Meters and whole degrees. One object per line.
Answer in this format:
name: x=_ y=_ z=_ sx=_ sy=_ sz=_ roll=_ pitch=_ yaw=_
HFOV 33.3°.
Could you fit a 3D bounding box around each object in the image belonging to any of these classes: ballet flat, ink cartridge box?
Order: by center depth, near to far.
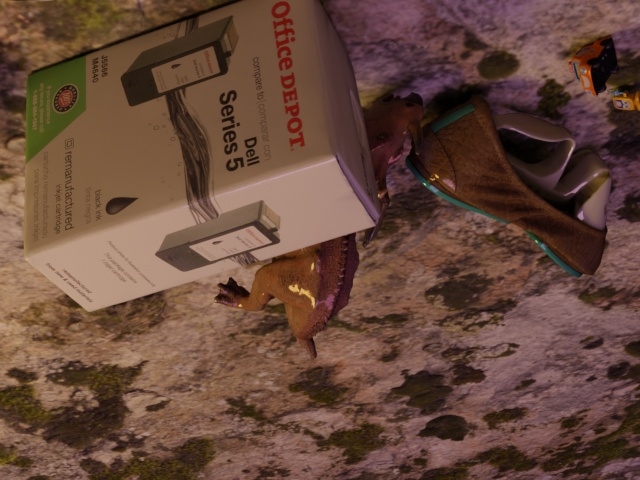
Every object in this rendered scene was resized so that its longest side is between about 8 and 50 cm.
ink cartridge box: x=-0.105 y=-0.079 z=0.911 sx=0.272 sy=0.198 sz=0.115 roll=-17 pitch=147 yaw=12
ballet flat: x=0.234 y=-0.060 z=1.143 sx=0.342 sy=0.116 sz=0.124 roll=27 pitch=114 yaw=-39

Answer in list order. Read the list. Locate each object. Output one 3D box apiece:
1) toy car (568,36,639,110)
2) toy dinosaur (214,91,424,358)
toy car: x=0.274 y=-0.147 z=1.042 sx=0.040 sy=0.060 sz=0.122 roll=9 pitch=155 yaw=37
toy dinosaur: x=0.000 y=0.000 z=1.053 sx=0.200 sy=0.296 sz=0.127 roll=15 pitch=-161 yaw=42
